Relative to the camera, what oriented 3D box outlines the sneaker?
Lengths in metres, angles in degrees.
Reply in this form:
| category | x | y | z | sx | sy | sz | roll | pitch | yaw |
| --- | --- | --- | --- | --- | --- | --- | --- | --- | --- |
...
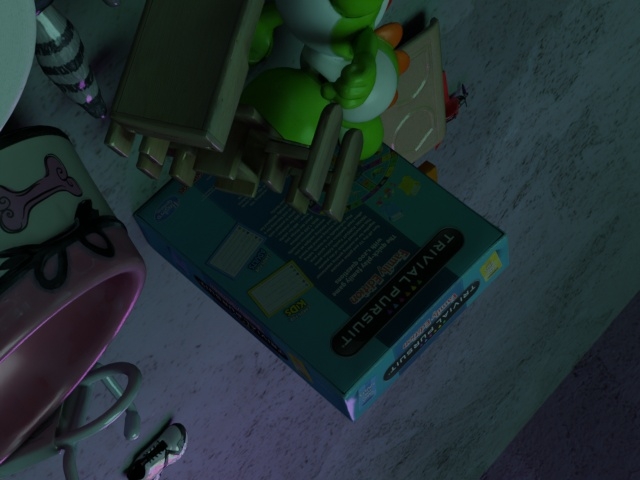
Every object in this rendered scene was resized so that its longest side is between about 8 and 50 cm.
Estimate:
| category | x | y | z | sx | sy | sz | roll | pitch | yaw |
| --- | --- | --- | --- | --- | --- | --- | --- | --- | --- |
| sneaker | -0.221 | 0.293 | 2.087 | 0.109 | 0.040 | 0.044 | -54 | 153 | 5 |

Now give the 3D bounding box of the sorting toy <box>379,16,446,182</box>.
| category | x | y | z | sx | sy | sz | roll | pitch | yaw |
| --- | --- | --- | --- | --- | --- | --- | --- | --- | --- |
| sorting toy | 0.080 | -0.124 | 2.002 | 0.229 | 0.041 | 0.307 | -40 | 147 | -22 |

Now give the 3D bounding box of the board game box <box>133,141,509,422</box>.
| category | x | y | z | sx | sy | sz | roll | pitch | yaw |
| --- | --- | --- | --- | --- | --- | --- | --- | --- | --- |
| board game box | 0.000 | 0.000 | 1.713 | 0.254 | 0.336 | 0.079 | -44 | 154 | -14 |

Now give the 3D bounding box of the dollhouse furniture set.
| category | x | y | z | sx | sy | sz | roll | pitch | yaw |
| --- | --- | --- | --- | --- | --- | --- | --- | --- | --- |
| dollhouse furniture set | -0.085 | -0.143 | 1.450 | 0.242 | 0.212 | 0.161 | 42 | 63 | -68 |

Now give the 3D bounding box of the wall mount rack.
| category | x | y | z | sx | sy | sz | roll | pitch | yaw |
| --- | --- | --- | --- | --- | --- | --- | --- | --- | --- |
| wall mount rack | -0.310 | 0.275 | 1.571 | 0.350 | 0.304 | 0.130 | -25 | 118 | 16 |

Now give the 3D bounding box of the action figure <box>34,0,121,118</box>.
| category | x | y | z | sx | sy | sz | roll | pitch | yaw |
| --- | --- | --- | --- | --- | --- | --- | --- | --- | --- |
| action figure | -0.205 | -0.247 | 1.226 | 0.341 | 0.178 | 0.330 | -33 | 166 | -14 |

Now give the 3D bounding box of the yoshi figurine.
| category | x | y | z | sx | sy | sz | roll | pitch | yaw |
| --- | --- | --- | --- | --- | --- | --- | --- | --- | --- |
| yoshi figurine | -0.018 | -0.201 | 1.564 | 0.362 | 0.203 | 0.204 | 80 | 15 | -47 |

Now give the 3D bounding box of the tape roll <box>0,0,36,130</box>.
| category | x | y | z | sx | sy | sz | roll | pitch | yaw |
| --- | --- | --- | --- | --- | --- | --- | --- | --- | --- |
| tape roll | -0.387 | -0.138 | 1.035 | 0.392 | 0.072 | 0.392 | -16 | 144 | -12 |

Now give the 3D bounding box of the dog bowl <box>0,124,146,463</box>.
| category | x | y | z | sx | sy | sz | roll | pitch | yaw |
| --- | --- | --- | --- | --- | --- | --- | --- | --- | --- |
| dog bowl | -0.323 | 0.096 | 1.393 | 0.408 | 0.150 | 0.408 | -46 | 172 | -9 |

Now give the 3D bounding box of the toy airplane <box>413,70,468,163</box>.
| category | x | y | z | sx | sy | sz | roll | pitch | yaw |
| --- | --- | --- | --- | --- | --- | --- | --- | --- | --- |
| toy airplane | 0.153 | -0.160 | 2.112 | 0.151 | 0.028 | 0.151 | -37 | 150 | -27 |
